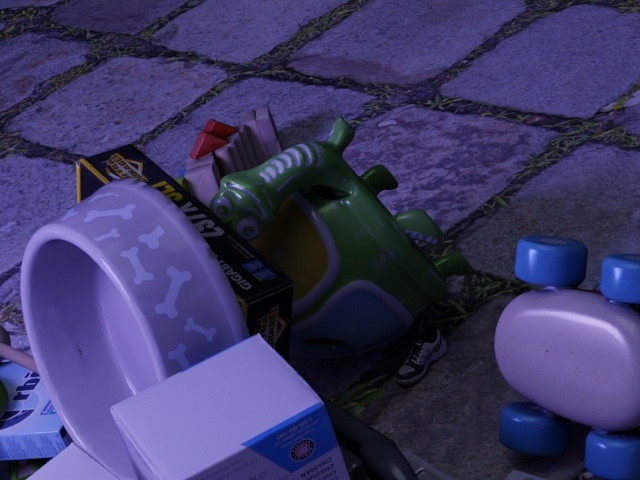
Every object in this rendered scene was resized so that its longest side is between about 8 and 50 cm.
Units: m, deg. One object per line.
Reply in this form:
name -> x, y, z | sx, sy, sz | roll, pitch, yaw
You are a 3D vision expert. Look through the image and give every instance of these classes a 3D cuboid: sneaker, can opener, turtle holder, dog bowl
sneaker -> 0.111, 0.131, 2.055 | 0.032, 0.037, 0.083 | 10, 41, 39
can opener -> 0.046, 0.222, 1.891 | 0.074, 0.093, 0.280 | -32, 26, -20
turtle holder -> 0.013, 0.015, 2.064 | 0.227, 0.243, 0.320 | -41, -9, 3
dog bowl -> -0.204, 0.114, 1.916 | 0.102, 0.349, 0.349 | -21, 26, -31

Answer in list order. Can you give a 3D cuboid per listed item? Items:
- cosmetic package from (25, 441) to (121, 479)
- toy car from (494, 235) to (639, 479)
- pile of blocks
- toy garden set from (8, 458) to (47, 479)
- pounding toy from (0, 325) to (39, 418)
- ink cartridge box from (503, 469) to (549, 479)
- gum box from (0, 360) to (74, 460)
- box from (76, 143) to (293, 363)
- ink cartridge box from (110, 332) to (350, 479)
cosmetic package -> -0.305, 0.387, 1.663 | 0.155, 0.197, 0.365 | 32, 53, 29
toy car -> 0.324, 0.110, 1.856 | 0.210, 0.219, 0.238 | 12, 13, 44
pile of blocks -> -0.182, -0.096, 2.547 | 0.149, 0.112, 0.362 | 3, 35, 34
toy garden set -> -0.377, 0.278, 2.078 | 0.244, 0.049, 0.204 | -20, 29, -2
pounding toy -> -0.447, 0.160, 2.081 | 0.237, 0.110, 0.183 | -35, 30, -26
ink cartridge box -> 0.212, 0.320, 1.659 | 0.224, 0.045, 0.223 | 12, 41, 42
gum box -> -0.347, 0.198, 2.111 | 0.184, 0.041, 0.157 | -6, 30, 24
box -> -0.157, 0.077, 1.991 | 0.079, 0.257, 0.322 | -20, 43, -33
ink cartridge box -> -0.070, 0.251, 1.751 | 0.171, 0.232, 0.168 | -27, 32, -15
